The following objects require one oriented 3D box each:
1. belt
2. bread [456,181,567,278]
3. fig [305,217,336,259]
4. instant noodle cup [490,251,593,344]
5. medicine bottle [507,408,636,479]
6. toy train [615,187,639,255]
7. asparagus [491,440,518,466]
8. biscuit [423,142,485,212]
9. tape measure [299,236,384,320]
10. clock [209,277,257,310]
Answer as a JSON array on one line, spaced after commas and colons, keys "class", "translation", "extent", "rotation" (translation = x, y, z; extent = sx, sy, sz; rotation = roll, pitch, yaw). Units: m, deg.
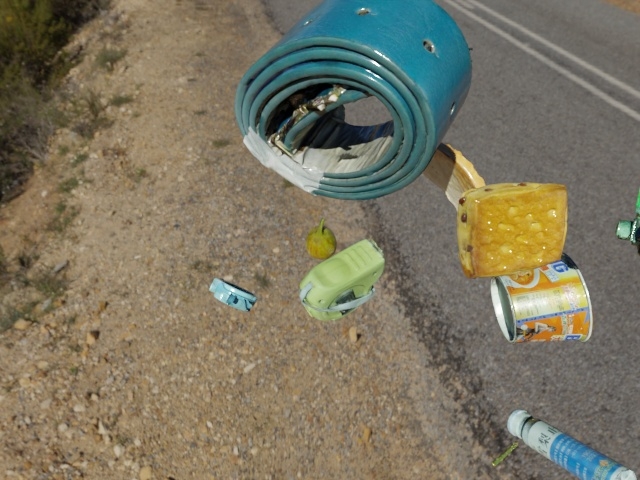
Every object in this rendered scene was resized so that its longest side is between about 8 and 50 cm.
[{"class": "belt", "translation": [0.036, -0.219, 0.777], "extent": [0.173, 0.300, 0.437], "rotation": [-53, 24, -22]}, {"class": "bread", "translation": [0.419, -0.028, 1.021], "extent": [0.235, 0.210, 0.099], "rotation": [-9, 22, -2]}, {"class": "fig", "translation": [0.000, 0.000, 1.099], "extent": [0.082, 0.098, 0.084], "rotation": [23, 72, 18]}, {"class": "instant noodle cup", "translation": [0.679, 0.197, 1.449], "extent": [0.214, 0.296, 0.296], "rotation": [-12, 45, 6]}, {"class": "medicine bottle", "translation": [0.380, 0.327, 0.716], "extent": [0.051, 0.051, 0.191], "rotation": [-17, 14, -21]}, {"class": "toy train", "translation": [0.722, -0.042, 0.836], "extent": [0.301, 0.202, 0.120], "rotation": [11, -1, 32]}, {"class": "asparagus", "translation": [0.500, 0.570, 1.238], "extent": [0.114, 0.015, 0.014], "rotation": [-21, 92, -29]}, {"class": "biscuit", "translation": [0.353, -0.154, 1.198], "extent": [0.040, 0.204, 0.309], "rotation": [-34, 71, -8]}, {"class": "tape measure", "translation": [0.043, 0.105, 1.018], "extent": [0.200, 0.175, 0.106], "rotation": [-29, 56, -18]}, {"class": "clock", "translation": [-0.205, 0.133, 1.103], "extent": [0.108, 0.147, 0.045], "rotation": [26, 85, -20]}]
